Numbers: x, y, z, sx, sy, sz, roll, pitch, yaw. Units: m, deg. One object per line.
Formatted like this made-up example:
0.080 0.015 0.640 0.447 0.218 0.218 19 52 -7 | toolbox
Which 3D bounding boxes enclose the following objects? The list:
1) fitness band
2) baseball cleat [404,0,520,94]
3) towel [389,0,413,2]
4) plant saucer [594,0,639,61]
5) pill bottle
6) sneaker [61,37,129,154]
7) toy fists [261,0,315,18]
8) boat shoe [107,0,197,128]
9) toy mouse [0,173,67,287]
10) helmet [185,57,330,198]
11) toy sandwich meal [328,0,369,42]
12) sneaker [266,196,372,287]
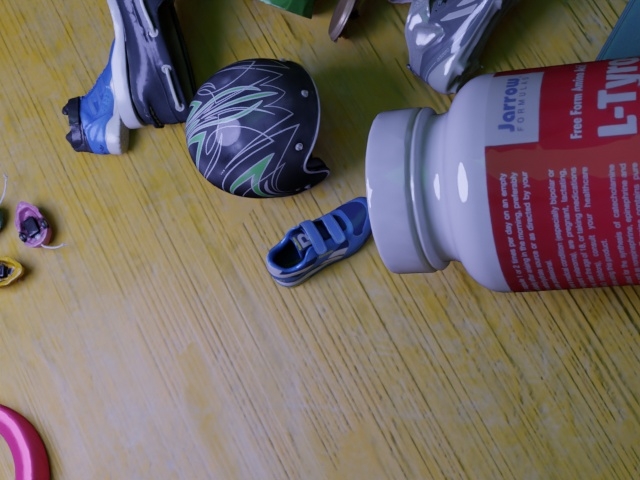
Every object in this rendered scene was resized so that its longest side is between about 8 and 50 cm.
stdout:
-0.423 0.331 1.651 0.209 0.054 0.291 3 77 18 | fitness band
0.160 -0.265 1.561 0.109 0.072 0.206 38 110 19 | baseball cleat
0.221 -0.449 1.629 0.317 0.053 0.332 -3 75 18 | towel
0.352 -0.227 1.541 0.067 0.018 0.192 29 87 24 | plant saucer
0.264 -0.065 1.412 0.407 0.229 0.229 -5 74 18 | pill bottle
-0.276 -0.180 1.730 0.084 0.058 0.152 1 82 11 | sneaker
-0.091 -0.372 1.697 0.279 0.096 0.142 25 100 24 | toy fists
-0.203 -0.284 1.667 0.091 0.114 0.303 -4 109 13 | boat shoe
-0.384 -0.011 1.737 0.161 0.031 0.143 -11 72 16 | toy mouse
-0.069 -0.127 1.584 0.169 0.161 0.169 -5 74 18 | helmet
0.037 -0.268 1.643 0.029 0.085 0.086 21 82 -12 | toy sandwich meal
0.000 0.000 1.582 0.144 0.059 0.053 -37 64 6 | sneaker
